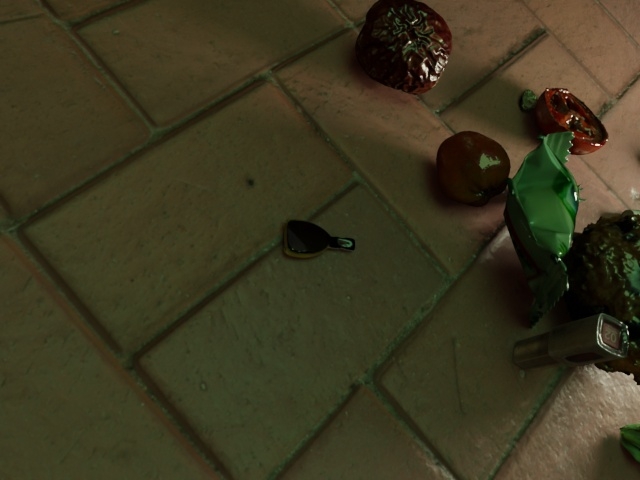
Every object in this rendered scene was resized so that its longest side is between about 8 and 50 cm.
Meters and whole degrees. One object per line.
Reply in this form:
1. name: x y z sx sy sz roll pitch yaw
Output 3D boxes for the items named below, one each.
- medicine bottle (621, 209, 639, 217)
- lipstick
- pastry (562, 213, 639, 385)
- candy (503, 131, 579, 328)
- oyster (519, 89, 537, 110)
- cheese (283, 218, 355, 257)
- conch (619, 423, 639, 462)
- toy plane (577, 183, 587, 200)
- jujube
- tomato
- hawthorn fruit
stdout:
1. medicine bottle: 0.912 -0.065 1.500 0.083 0.047 0.047 2 68 -21
2. lipstick: 0.518 0.225 1.110 0.079 0.253 0.077 27 63 -10
3. pastry: 0.735 0.114 1.224 0.338 0.292 0.405 20 72 -1
4. candy: 0.523 -0.017 1.220 0.172 0.263 0.397 -2 63 16
5. oyster: 0.612 -0.410 1.542 0.054 0.019 0.083 36 59 -6
6. cheese: 0.000 0.000 1.125 0.163 0.036 0.086 6 64 -19
7. conch: 0.834 0.483 1.192 0.251 0.137 0.143 1 69 -21
8. toy plane: 0.700 -0.128 1.453 0.080 0.033 0.083 42 67 -2
9. jujube: 0.207 -0.486 1.311 0.232 0.213 0.212 23 62 -6
10. tomato: 0.703 -0.332 1.503 0.228 0.101 0.227 13 57 -20
11. hawthorn fruit: 0.364 -0.174 1.266 0.189 0.189 0.189 8 66 -18
